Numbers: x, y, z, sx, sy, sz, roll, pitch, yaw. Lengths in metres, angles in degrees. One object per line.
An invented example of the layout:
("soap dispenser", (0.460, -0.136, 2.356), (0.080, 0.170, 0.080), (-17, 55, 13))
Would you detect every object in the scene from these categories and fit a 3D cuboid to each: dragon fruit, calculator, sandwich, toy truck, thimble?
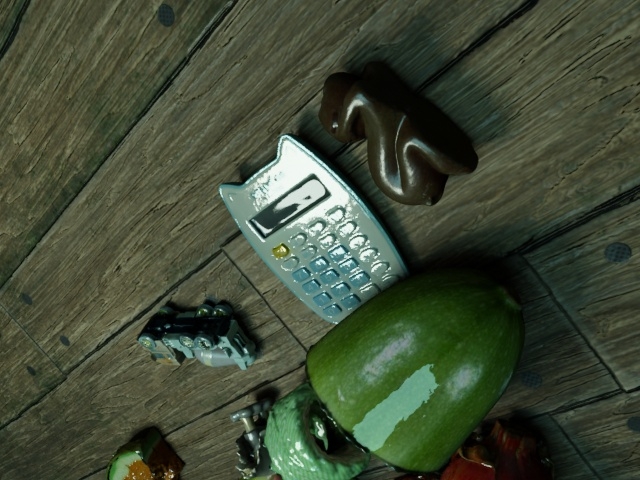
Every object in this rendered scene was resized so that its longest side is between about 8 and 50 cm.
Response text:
("dragon fruit", (0.331, 0.504, 1.028), (0.250, 0.250, 0.315), (37, 102, 4))
("calculator", (0.000, 0.000, 1.023), (0.256, 0.054, 0.386), (-32, 101, 34))
("sandwich", (-0.502, 0.651, 1.575), (0.212, 0.109, 0.292), (20, 125, 7))
("toy truck", (-0.276, 0.230, 1.246), (0.257, 0.108, 0.140), (-6, 126, 25))
("thimble", (-0.003, 0.407, 1.148), (0.219, 0.219, 0.150), (44, 127, -1))

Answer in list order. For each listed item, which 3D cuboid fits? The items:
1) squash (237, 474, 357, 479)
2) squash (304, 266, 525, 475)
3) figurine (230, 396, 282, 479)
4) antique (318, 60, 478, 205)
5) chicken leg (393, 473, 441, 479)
("squash", (-0.026, 0.587, 1.303), (0.289, 0.111, 0.203), (-9, 143, 33))
("squash", (0.175, 0.163, 0.909), (0.310, 0.310, 0.308), (33, 110, 6))
("figurine", (-0.075, 0.544, 1.227), (0.166, 0.207, 0.387), (-37, 74, 33))
("antique", (0.103, -0.162, 0.854), (0.257, 0.121, 0.143), (39, 134, -6))
("chicken leg", (0.219, 0.561, 1.207), (0.234, 0.063, 0.105), (-34, 105, 33))
